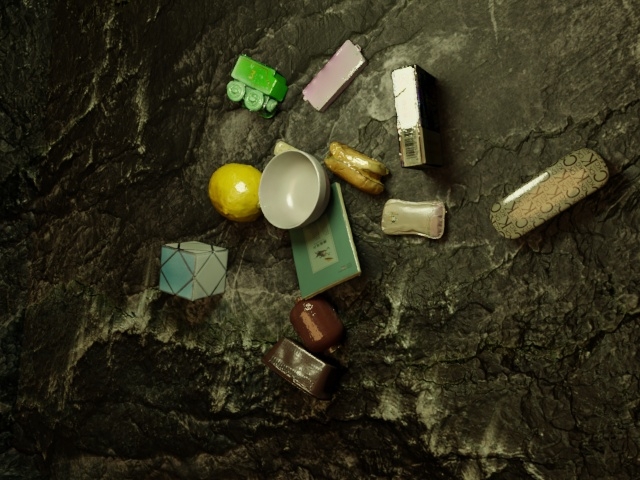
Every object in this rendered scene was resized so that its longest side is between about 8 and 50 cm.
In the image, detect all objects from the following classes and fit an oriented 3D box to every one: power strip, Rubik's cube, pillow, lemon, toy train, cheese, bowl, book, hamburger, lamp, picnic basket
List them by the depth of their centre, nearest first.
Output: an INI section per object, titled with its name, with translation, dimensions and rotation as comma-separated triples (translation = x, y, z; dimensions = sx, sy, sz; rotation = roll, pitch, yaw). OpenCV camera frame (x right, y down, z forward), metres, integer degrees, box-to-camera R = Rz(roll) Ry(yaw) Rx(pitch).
[pillow]
translation = 0.319, -0.078, 1.771
dimensions = 0.233, 0.038, 0.130
rotation = 7, 95, 31
[hamburger]
translation = 0.114, -0.255, 1.821
dimensions = 0.262, 0.131, 0.124
rotation = 32, 109, 29
[power strip]
translation = 0.052, -0.597, 1.875
dimensions = 0.279, 0.037, 0.109
rotation = -43, 74, 25
[bowl]
translation = -0.077, -0.179, 1.877
dimensions = 0.287, 0.144, 0.286
rotation = -2, 86, 36
[book]
translation = 0.000, 0.000, 1.894
dimensions = 0.264, 0.031, 0.379
rotation = -27, 61, 29
[lamp]
translation = -0.016, 0.309, 1.927
dimensions = 0.180, 0.180, 0.258
rotation = -39, 75, 27
[picnic basket]
translation = -0.059, 0.480, 1.961
dimensions = 0.297, 0.222, 0.129
rotation = 28, 85, 25
[cheese]
translation = -0.096, -0.322, 1.982
dimensions = 0.194, 0.043, 0.064
rotation = 33, 111, 24
[toy train]
translation = -0.248, -0.595, 1.998
dimensions = 0.243, 0.132, 0.188
rotation = 33, 101, 23
[lemon]
translation = -0.319, -0.188, 2.015
dimensions = 0.288, 0.234, 0.233
rotation = 23, 106, 37
[Rubik's cube]
translation = -0.538, 0.125, 2.181
dimensions = 0.205, 0.207, 0.205
rotation = 12, 99, 28

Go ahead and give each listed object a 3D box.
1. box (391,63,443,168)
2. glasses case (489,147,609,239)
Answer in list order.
[box]
translation = 0.316, -0.386, 1.652
dimensions = 0.084, 0.198, 0.309
rotation = -5, 92, 31
[glasses case]
translation = 0.676, -0.136, 1.535
dimensions = 0.355, 0.085, 0.137
rotation = -38, 77, 26
